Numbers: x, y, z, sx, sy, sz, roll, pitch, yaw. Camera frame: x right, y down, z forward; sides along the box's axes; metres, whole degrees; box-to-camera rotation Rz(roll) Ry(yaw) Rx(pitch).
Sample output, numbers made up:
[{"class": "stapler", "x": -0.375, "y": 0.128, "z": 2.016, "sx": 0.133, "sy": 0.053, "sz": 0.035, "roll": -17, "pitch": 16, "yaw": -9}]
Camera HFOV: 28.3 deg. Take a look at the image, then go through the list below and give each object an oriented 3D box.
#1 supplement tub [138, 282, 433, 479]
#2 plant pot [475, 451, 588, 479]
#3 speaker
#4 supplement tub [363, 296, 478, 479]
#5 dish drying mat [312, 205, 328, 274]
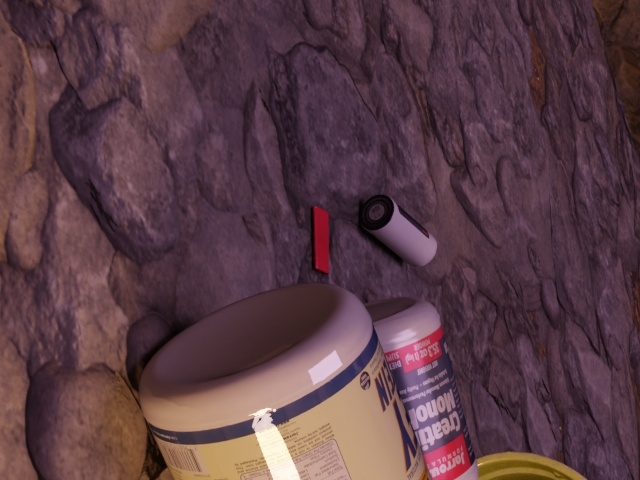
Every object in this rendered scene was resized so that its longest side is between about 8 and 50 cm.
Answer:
[{"class": "supplement tub", "x": -0.016, "y": 0.231, "z": 1.240, "sx": 0.235, "sy": 0.235, "sz": 0.325, "roll": -49, "pitch": 122, "yaw": -56}, {"class": "plant pot", "x": 0.291, "y": 0.433, "z": 1.737, "sx": 0.254, "sy": 0.276, "sz": 0.276, "roll": 31, "pitch": 53, "yaw": -68}, {"class": "speaker", "x": 0.109, "y": -0.012, "z": 1.754, "sx": 0.136, "sy": 0.055, "sz": 0.055, "roll": 38, "pitch": 48, "yaw": -50}, {"class": "supplement tub", "x": 0.072, "y": 0.216, "z": 1.454, "sx": 0.191, "sy": 0.191, "sz": 0.272, "roll": -25, "pitch": 102, "yaw": -61}, {"class": "dish drying mat", "x": 0.000, "y": 0.000, "z": 1.598, "sx": 0.032, "sy": 0.008, "sz": 0.083, "roll": 27, "pitch": 57, "yaw": -55}]
